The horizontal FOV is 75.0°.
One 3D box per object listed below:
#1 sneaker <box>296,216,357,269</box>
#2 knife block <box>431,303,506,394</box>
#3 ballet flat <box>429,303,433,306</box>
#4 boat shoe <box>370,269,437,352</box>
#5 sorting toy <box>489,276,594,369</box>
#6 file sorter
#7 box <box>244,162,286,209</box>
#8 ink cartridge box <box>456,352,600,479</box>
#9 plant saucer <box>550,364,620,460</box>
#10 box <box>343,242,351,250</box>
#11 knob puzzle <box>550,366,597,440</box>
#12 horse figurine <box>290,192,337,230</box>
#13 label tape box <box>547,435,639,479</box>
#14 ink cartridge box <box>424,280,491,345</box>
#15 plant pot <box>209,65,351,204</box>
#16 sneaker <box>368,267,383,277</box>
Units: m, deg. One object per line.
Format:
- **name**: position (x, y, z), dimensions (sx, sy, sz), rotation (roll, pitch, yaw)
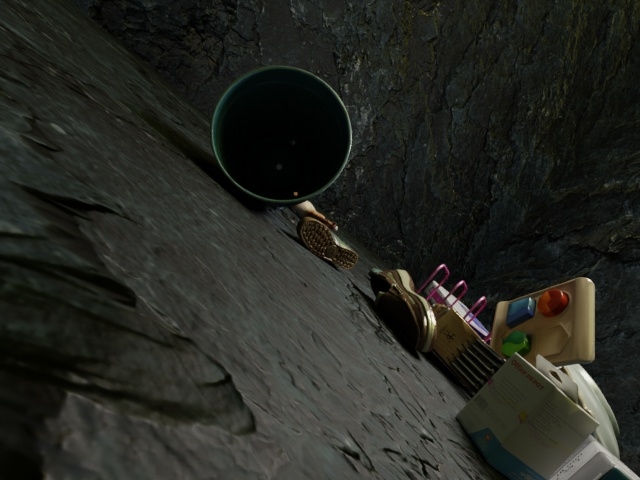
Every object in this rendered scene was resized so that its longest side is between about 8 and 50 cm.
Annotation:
- **sneaker**: position (0.000, 0.000, 0.952), dimensions (0.192, 0.064, 0.086), rotation (37, -1, -39)
- **knife block**: position (0.318, 0.257, 0.891), dimensions (0.242, 0.088, 0.276), rotation (49, -1, 7)
- **ballet flat**: position (0.468, 0.330, 1.550), dimensions (0.232, 0.080, 0.073), rotation (52, -15, 52)
- **boat shoe**: position (0.157, 0.141, 0.868), dimensions (0.095, 0.095, 0.257), rotation (7, 19, -8)
- **sorting toy**: position (0.454, 0.221, 0.886), dimensions (0.041, 0.307, 0.229), rotation (40, -38, -14)
- **file sorter**: position (0.394, 0.231, 1.150), dimensions (0.290, 0.182, 0.202), rotation (43, 6, 26)
- **box**: position (-0.154, -0.154, 1.158), dimensions (0.159, 0.044, 0.233), rotation (41, 6, -3)
- **ink cartridge box**: position (0.272, 0.229, 0.546), dimensions (0.090, 0.143, 0.092), rotation (39, 6, -12)
- **plant saucer**: position (0.681, 0.438, 1.119), dimensions (0.400, 0.100, 0.401), rotation (-24, 90, -82)
- **box**: position (0.073, 0.025, 1.395), dimensions (0.081, 0.028, 0.136), rotation (40, 3, -13)
- **knob puzzle**: position (0.491, 0.375, 0.839), dimensions (0.029, 0.213, 0.213), rotation (0, 16, -11)
- **horse figurine**: position (-0.043, -0.098, 1.381), dimensions (0.263, 0.066, 0.174), rotation (45, 0, 15)
- **label tape box**: position (0.432, 0.393, 0.549), dimensions (0.240, 0.106, 0.333), rotation (45, 7, 28)
- **ink cartridge box**: position (0.481, 0.264, 1.441), dimensions (0.175, 0.069, 0.371), rotation (38, 8, -7)
- **plant pot**: position (-0.087, -0.194, 0.922), dimensions (0.271, 0.272, 0.255), rotation (41, -8, -1)
- **sneaker**: position (0.212, 0.131, 1.339), dimensions (0.166, 0.065, 0.076), rotation (37, 2, -45)
